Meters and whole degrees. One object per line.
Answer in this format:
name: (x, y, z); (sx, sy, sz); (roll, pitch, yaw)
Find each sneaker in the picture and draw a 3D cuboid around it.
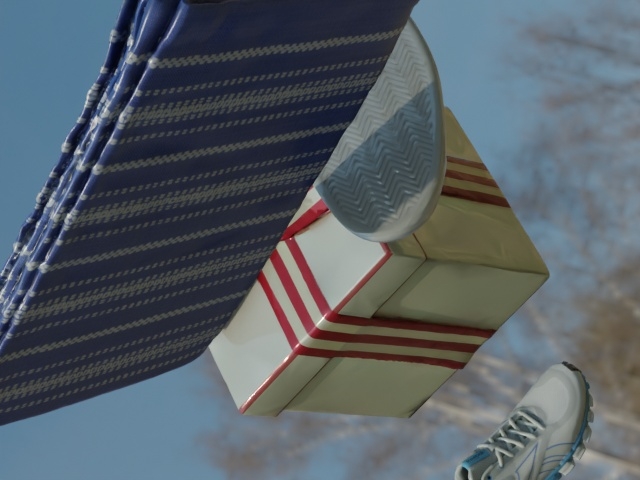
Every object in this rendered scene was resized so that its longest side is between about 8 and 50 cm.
sneaker: (0.032, -0.112, 1.365); (0.169, 0.108, 0.292); (51, -159, -64)
sneaker: (0.160, 0.185, 1.666); (0.083, 0.071, 0.190); (24, -85, -41)

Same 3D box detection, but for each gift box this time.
gift box: (0.000, 0.000, 1.797); (0.258, 0.276, 0.255); (8, -51, -46)

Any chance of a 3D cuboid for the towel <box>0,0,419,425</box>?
towel: (-0.082, -0.031, 1.150); (0.243, 0.040, 0.336); (-14, -36, -50)
